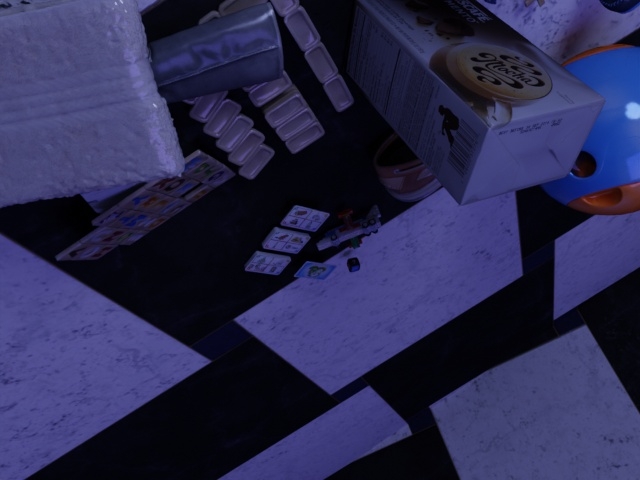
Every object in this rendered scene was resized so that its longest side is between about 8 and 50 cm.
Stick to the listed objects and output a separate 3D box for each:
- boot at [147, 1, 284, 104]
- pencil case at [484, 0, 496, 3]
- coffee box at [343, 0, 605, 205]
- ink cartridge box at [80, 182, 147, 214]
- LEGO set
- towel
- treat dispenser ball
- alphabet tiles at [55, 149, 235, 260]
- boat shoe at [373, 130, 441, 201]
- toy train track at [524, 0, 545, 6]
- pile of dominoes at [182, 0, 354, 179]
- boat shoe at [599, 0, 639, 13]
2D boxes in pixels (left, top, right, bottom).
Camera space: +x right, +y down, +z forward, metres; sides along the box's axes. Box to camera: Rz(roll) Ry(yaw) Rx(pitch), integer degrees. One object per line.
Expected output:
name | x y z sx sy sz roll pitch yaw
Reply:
boot | -0.148 -0.219 0.672 0.208 0.076 0.190 -15 155 -4
pencil case | 0.175 -0.334 0.722 0.070 0.152 0.064 8 123 -25
coffee box | 0.173 -0.196 0.770 0.168 0.297 0.119 -15 141 -22
ink cartridge box | -0.246 -0.088 0.759 0.104 0.060 0.180 -22 176 -13
LEGO set | 0.000 0.000 1.144 0.244 0.060 0.182 10 135 -36
towel | -0.289 -0.126 0.602 0.282 0.049 0.187 -9 121 5
treat dispenser ball | 0.496 -0.187 1.054 0.288 0.288 0.288 -21 146 -15
alphabet tiles | -0.234 -0.040 0.831 0.237 0.009 0.198 -34 177 3
boat shoe | 0.222 -0.190 0.985 0.324 0.123 0.116 -42 144 14
toy train track | 0.335 -0.383 0.915 0.083 0.014 0.048 -42 139 7
pile of dominoes | -0.082 -0.210 0.810 0.196 0.040 0.251 -33 139 6
boat shoe | 0.455 -0.456 0.855 0.089 0.109 0.258 1 119 -29
